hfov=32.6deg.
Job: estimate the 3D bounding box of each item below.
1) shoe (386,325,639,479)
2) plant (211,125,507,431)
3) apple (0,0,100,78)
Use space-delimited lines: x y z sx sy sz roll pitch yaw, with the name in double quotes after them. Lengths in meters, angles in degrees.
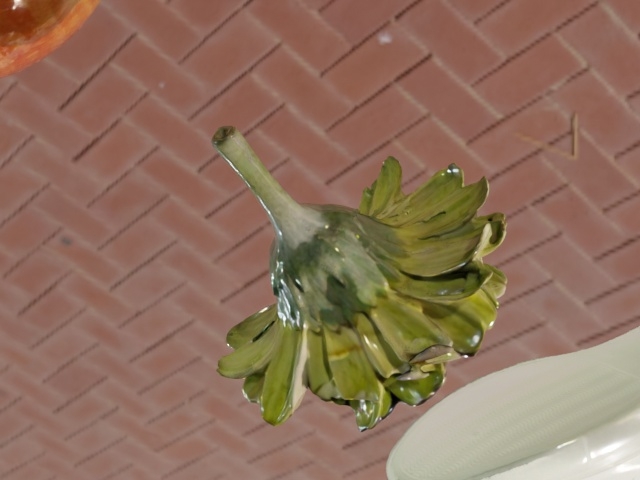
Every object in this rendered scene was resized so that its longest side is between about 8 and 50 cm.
0.168 0.116 0.599 0.264 0.095 0.110 -21 111 -14 "shoe"
0.034 0.034 1.015 0.261 0.306 0.297 42 170 28 "plant"
-0.293 -0.269 0.831 0.301 0.302 0.302 7 137 7 "apple"
